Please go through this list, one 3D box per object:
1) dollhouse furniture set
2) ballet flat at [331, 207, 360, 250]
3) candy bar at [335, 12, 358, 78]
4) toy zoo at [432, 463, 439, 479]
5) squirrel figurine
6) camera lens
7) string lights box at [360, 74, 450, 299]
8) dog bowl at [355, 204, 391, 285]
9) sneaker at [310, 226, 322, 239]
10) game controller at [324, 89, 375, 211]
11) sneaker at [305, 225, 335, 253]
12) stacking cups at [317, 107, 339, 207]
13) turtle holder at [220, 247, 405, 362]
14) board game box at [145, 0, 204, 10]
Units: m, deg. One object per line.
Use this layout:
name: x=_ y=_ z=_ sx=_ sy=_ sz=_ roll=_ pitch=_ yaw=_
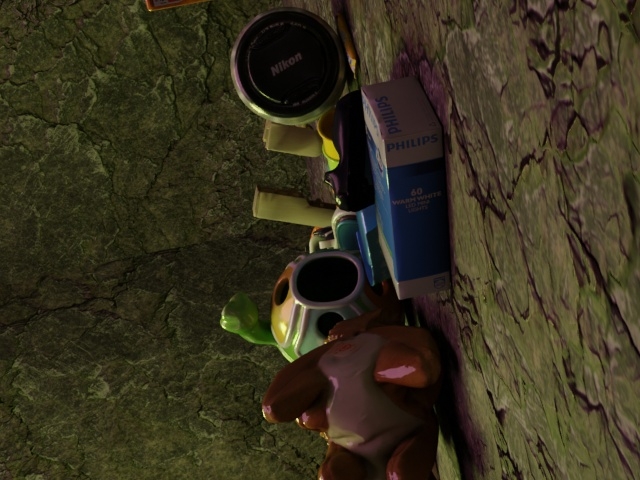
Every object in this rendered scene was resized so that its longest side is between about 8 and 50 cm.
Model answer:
dollhouse furniture set: x=-0.021 y=-0.245 z=2.536 sx=0.362 sy=0.256 sz=0.394 roll=-120 pitch=39 yaw=-79
ballet flat: x=0.082 y=0.020 z=1.983 sx=0.400 sy=0.139 sz=0.139 roll=90 pitch=169 yaw=-56
candy bar: x=0.052 y=-0.372 z=1.821 sx=0.040 sy=0.018 sz=0.162 roll=82 pitch=175 yaw=-51
toy zoo: x=0.191 y=0.377 z=1.987 sx=0.293 sy=0.030 sz=0.192 roll=-122 pitch=20 yaw=-83
squirrel figurine: x=0.111 y=0.326 z=1.585 sx=0.397 sy=0.281 sz=0.371 roll=-80 pitch=-31 yaw=-75
camera lens: x=-0.058 y=-0.342 z=1.923 sx=0.274 sy=0.219 sz=0.220 roll=-66 pitch=-35 yaw=-84
string lights box: x=0.112 y=-0.065 z=1.252 sx=0.133 sy=0.076 sz=0.260 roll=-105 pitch=4 yaw=-50
dog bowl: x=0.093 y=-0.074 z=1.657 sx=0.166 sy=0.074 sz=0.297 roll=-156 pitch=54 yaw=-87
sneaker: x=0.000 y=0.000 z=2.658 sx=0.175 sy=0.064 sz=0.067 roll=84 pitch=173 yaw=-59
game controller: x=0.065 y=-0.133 z=1.419 sx=0.319 sy=0.067 sz=0.167 roll=-30 pitch=-49 yaw=-78
sneaker: x=0.037 y=0.004 z=2.288 sx=0.235 sy=0.153 sz=0.094 roll=-127 pitch=28 yaw=-83
stacking cups: x=0.052 y=-0.133 z=1.979 sx=0.316 sy=0.096 sz=0.096 roll=83 pitch=175 yaw=-53
turtle holder: x=-0.002 y=0.118 z=1.826 sx=0.227 sy=0.320 sz=0.243 roll=73 pitch=-142 yaw=-58
board game box: x=-0.176 y=-0.650 z=1.770 sx=0.356 sy=0.356 sz=0.356 roll=-108 pitch=7 yaw=-69
